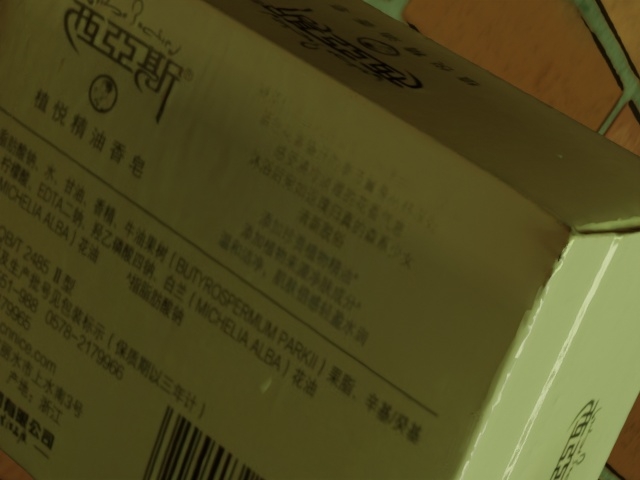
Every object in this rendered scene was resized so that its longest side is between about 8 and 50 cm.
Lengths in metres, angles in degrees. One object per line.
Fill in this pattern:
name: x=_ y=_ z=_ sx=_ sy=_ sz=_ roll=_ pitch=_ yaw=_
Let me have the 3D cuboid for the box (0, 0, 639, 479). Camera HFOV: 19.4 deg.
box: x=-0.020 y=0.016 z=0.707 sx=0.116 sy=0.274 sz=0.203 roll=-6 pitch=123 yaw=-52
